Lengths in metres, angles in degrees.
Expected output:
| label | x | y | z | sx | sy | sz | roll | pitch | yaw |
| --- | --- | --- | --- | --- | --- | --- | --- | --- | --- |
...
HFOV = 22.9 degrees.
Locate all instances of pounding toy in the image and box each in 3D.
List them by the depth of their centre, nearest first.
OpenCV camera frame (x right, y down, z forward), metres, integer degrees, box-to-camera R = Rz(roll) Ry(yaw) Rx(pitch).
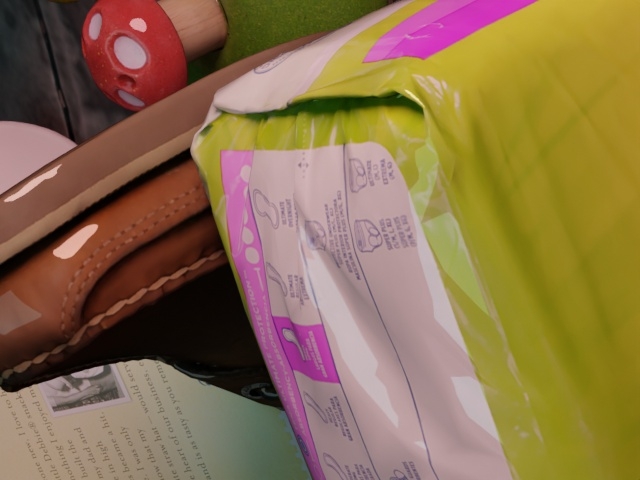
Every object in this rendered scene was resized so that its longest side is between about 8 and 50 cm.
| label | x | y | z | sx | sy | sz | roll | pitch | yaw |
| --- | --- | --- | --- | --- | --- | --- | --- | --- | --- |
| pounding toy | -0.076 | -0.138 | 0.647 | 0.183 | 0.110 | 0.237 | 15 | 127 | 49 |

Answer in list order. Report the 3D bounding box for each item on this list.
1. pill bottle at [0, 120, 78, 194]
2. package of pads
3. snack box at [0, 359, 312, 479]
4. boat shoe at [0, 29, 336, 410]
| label | x | y | z | sx | sy | sz | roll | pitch | yaw |
| --- | --- | --- | --- | --- | --- | --- | --- | --- | --- |
| pill bottle | -0.187 | 0.041 | 0.936 | 0.117 | 0.117 | 0.208 | 43 | 145 | 25 |
| package of pads | 0.113 | 0.055 | 0.426 | 0.101 | 0.229 | 0.296 | 1 | 116 | 54 |
| snack box | -0.055 | 0.128 | 0.663 | 0.187 | 0.060 | 0.322 | -14 | 106 | 29 |
| boat shoe | 0.000 | 0.000 | 0.499 | 0.111 | 0.307 | 0.104 | -26 | 90 | 31 |
